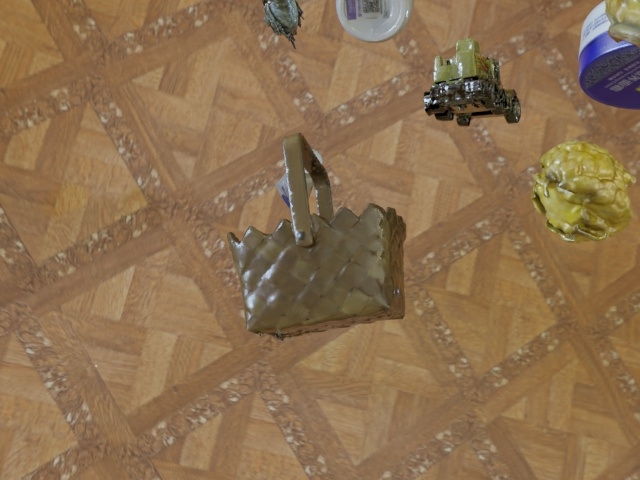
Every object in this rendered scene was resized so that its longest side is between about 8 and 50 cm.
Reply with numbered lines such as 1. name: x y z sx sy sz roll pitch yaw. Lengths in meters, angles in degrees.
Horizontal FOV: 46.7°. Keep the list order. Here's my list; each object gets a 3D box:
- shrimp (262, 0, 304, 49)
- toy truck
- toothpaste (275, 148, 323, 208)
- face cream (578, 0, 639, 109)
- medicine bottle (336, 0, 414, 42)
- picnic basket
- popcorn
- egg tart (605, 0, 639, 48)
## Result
1. shrimp: -0.086 -0.511 1.699 0.079 0.233 0.090 36 76 26
2. toy truck: 0.281 -0.277 1.350 0.127 0.257 0.127 -4 86 27
3. toothpaste: -0.051 -0.130 1.651 0.061 0.266 0.096 -29 83 -20
4. face cream: 0.497 -0.288 1.111 0.206 0.206 0.111 14 75 -14
5. medicine bottle: 0.108 -0.455 1.359 0.135 0.135 0.215 33 33 -9
6. picnic basket: 0.000 0.000 1.262 0.291 0.254 0.321 -11 75 11
7. popcorn: 0.587 -0.103 1.665 0.250 0.250 0.190 41 77 -7
8. egg tart: 0.438 -0.337 0.757 0.341 0.341 0.129 -52 124 -18
